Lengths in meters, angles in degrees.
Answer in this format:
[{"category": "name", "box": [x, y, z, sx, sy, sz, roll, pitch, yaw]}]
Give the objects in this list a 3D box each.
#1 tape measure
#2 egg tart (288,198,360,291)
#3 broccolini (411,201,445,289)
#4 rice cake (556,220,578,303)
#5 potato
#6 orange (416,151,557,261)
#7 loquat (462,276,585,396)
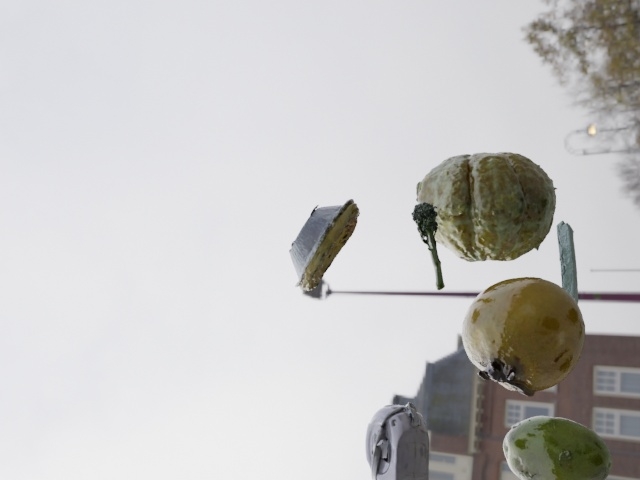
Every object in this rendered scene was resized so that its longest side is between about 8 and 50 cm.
[{"category": "tape measure", "box": [0.175, 0.485, 1.726, 0.120, 0.197, 0.236, 4, -94, -22]}, {"category": "egg tart", "box": [0.000, 0.000, 1.630, 0.234, 0.094, 0.234, -55, -6, -9]}, {"category": "broccolini", "box": [0.227, 0.017, 1.534, 0.054, 0.051, 0.239, -47, -40, -28]}, {"category": "rice cake", "box": [0.646, 0.058, 1.948, 0.045, 0.042, 0.245, 42, -137, -41]}, {"category": "potato", "box": [0.561, 0.515, 1.786, 0.148, 0.253, 0.186, 3, -98, -57]}, {"category": "orange", "box": [0.431, -0.080, 1.798, 0.368, 0.210, 0.271, -2, -86, -27]}, {"category": "loquat", "box": [0.386, 0.184, 1.432, 0.244, 0.244, 0.244, 5, -96, -57]}]
